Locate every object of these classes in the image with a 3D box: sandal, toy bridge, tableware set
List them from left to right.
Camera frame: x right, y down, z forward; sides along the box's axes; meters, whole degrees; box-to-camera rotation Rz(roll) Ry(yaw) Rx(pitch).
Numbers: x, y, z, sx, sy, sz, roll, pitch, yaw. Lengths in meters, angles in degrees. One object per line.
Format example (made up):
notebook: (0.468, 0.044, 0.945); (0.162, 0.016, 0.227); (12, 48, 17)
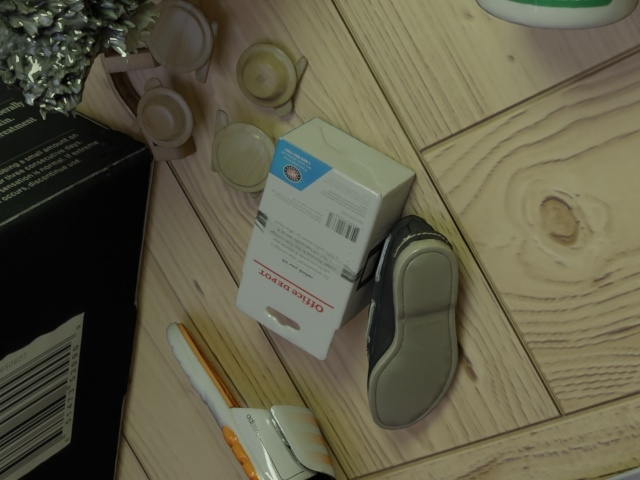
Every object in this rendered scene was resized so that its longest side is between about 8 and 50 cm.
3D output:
toy bridge: (-0.165, -0.161, 1.333); (0.063, 0.026, 0.188); (-2, 113, 36)
tableware set: (-0.091, -0.123, 1.284); (0.168, 0.020, 0.141); (27, 119, 11)
sandal: (-0.049, 0.165, 1.377); (0.076, 0.102, 0.265); (-36, 71, 0)

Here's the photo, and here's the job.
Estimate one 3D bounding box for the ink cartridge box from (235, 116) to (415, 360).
ink cartridge box: (0.000, 0.000, 1.276); (0.104, 0.060, 0.180); (31, 127, 18)

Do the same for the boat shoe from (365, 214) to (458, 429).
boat shoe: (0.075, 0.070, 1.275); (0.065, 0.075, 0.206); (-112, 23, -50)

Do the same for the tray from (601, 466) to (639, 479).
tray: (0.262, 0.257, 1.244); (0.270, 0.030, 0.145); (-29, 95, 41)

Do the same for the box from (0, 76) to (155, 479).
box: (-0.452, 0.063, 1.478); (0.472, 0.297, 0.480); (27, 126, 24)

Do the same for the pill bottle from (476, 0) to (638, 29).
pill bottle: (0.163, -0.255, 0.995); (0.117, 0.117, 0.208); (17, 122, 28)

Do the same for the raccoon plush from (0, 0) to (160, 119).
raccoon plush: (-0.139, -0.295, 1.003); (0.216, 0.299, 0.446); (33, 148, 11)
